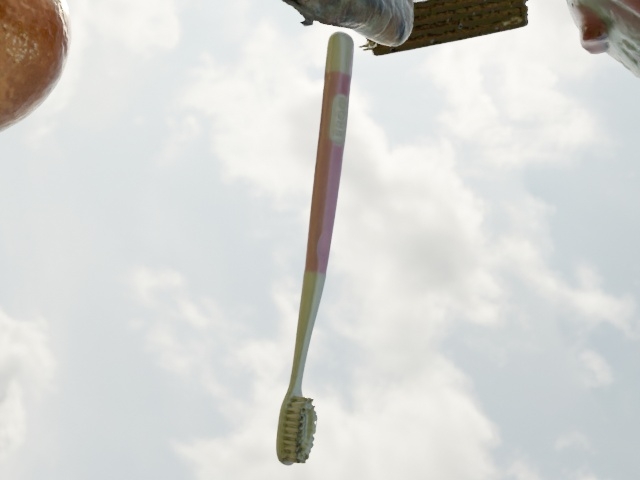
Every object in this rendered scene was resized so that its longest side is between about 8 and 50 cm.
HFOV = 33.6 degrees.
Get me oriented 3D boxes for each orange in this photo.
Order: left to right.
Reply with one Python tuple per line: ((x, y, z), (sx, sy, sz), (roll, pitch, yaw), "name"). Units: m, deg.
((-0.346, -0.195, 0.992), (0.224, 0.224, 0.170), (44, -15, 39), "orange")

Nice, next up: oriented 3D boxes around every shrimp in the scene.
((0.014, -0.285, 1.056), (0.058, 0.296, 0.169), (-18, -98, 31), "shrimp")

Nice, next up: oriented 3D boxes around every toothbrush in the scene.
((0.000, 0.000, 0.681), (0.025, 0.020, 0.286), (-9, -109, 55), "toothbrush")

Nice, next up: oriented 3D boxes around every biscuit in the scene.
((0.177, -0.330, 1.572), (0.106, 0.252, 0.070), (-91, 170, -75), "biscuit")

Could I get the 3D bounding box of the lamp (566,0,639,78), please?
((0.262, -0.241, 0.724), (0.301, 0.247, 0.247), (67, 5, 25), "lamp")
